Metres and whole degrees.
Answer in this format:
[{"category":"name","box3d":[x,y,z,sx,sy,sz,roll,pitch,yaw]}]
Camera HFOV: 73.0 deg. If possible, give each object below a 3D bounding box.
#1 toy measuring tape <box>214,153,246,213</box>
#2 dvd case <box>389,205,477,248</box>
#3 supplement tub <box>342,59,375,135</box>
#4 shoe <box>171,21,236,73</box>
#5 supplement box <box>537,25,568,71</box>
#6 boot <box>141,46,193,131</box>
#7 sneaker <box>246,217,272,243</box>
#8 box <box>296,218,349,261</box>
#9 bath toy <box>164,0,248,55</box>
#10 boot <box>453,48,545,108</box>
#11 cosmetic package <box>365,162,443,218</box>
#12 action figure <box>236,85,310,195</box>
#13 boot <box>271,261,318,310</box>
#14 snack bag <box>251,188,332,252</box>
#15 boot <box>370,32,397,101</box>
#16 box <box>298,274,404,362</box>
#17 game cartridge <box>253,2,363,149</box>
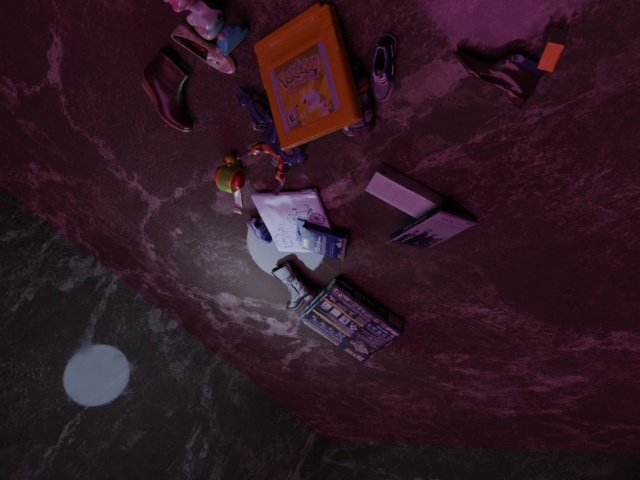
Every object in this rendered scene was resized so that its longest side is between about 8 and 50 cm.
[{"category":"toy measuring tape","box3d":[-0.361,-0.204,1.739,0.121,0.121,0.330,20,140,10]},{"category":"dvd case","box3d":[0.382,-0.038,1.477,0.179,0.029,0.239,12,150,-32]},{"category":"supplement tub","box3d":[0.097,-0.411,1.252,0.106,0.106,0.197,6,135,25]},{"category":"shoe","box3d":[-0.367,-0.594,1.362,0.219,0.058,0.076,35,141,-7]},{"category":"supplement box","box3d":[0.526,-0.433,0.977,0.036,0.098,0.062,21,141,15]},{"category":"boot","box3d":[-0.508,-0.515,1.506,0.207,0.090,0.248,-22,116,46]},{"category":"sneaker","box3d":[-0.259,-0.044,1.899,0.059,0.053,0.144,-24,119,42]},{"category":"box","box3d":[0.000,0.000,1.755,0.225,0.036,0.136,18,140,13]},{"category":"bath toy","box3d":[-0.367,-0.688,1.213,0.348,0.129,0.151,42,158,-16]},{"category":"boot","box3d":[0.442,-0.433,1.068,0.219,0.082,0.106,36,119,-2]},{"category":"cosmetic package","box3d":[0.280,-0.158,1.449,0.239,0.060,0.099,29,140,-1]},{"category":"action figure","box3d":[-0.151,-0.361,1.457,0.341,0.179,0.330,55,132,7]},{"category":"boot","box3d":[-0.150,0.215,2.104,0.229,0.091,0.263,44,135,-9]},{"category":"snack bag","box3d":[-0.103,-0.076,1.785,0.323,0.037,0.342,1,134,29]},{"category":"boot","box3d":[0.162,-0.455,1.178,0.069,0.086,0.190,15,139,17]},{"category":"box","box3d":[0.142,0.380,2.031,0.395,0.097,0.318,35,124,-9]},{"category":"game cartridge","box3d":[-0.043,-0.450,1.215,0.285,0.053,0.323,-12,97,39]}]
